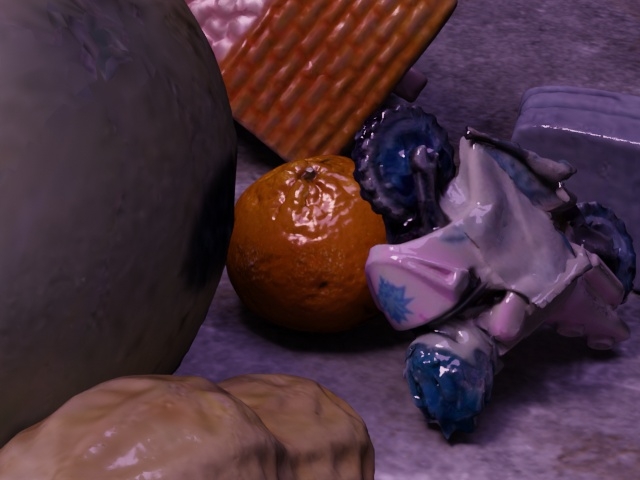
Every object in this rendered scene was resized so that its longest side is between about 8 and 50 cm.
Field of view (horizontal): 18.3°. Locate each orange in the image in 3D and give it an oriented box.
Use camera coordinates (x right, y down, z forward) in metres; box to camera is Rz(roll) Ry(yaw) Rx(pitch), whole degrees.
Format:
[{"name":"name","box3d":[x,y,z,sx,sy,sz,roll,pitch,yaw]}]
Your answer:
[{"name":"orange","box3d":[0.002,-0.001,1.336,0.136,0.117,0.135,9,30,-5]}]

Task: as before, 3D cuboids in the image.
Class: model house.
[{"name":"model house","box3d":[-0.034,-0.170,1.612,0.237,0.202,0.237,37,-2,12]}]

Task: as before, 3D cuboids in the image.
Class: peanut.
[{"name":"peanut","box3d":[-0.066,0.138,0.978,0.152,0.152,0.313,20,11,27]}]

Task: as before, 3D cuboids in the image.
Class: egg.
[{"name":"egg","box3d":[-0.225,-0.017,1.080,0.345,0.345,0.428,10,34,11]}]

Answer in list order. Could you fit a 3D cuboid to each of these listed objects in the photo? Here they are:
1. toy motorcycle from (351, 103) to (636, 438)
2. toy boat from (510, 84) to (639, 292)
[{"name":"toy motorcycle","box3d":[0.108,0.040,1.278,0.239,0.108,0.204,17,66,-19]},{"name":"toy boat","box3d":[0.262,-0.026,1.416,0.283,0.127,0.078,18,30,19]}]
